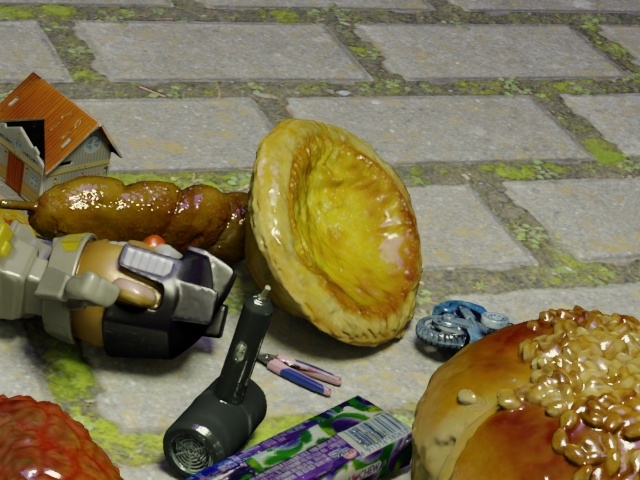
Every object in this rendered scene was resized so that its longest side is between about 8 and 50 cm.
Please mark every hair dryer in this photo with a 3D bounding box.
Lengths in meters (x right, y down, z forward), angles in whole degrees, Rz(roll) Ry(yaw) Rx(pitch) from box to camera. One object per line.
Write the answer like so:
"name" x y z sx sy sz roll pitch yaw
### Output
"hair dryer" -0.089 0.137 1.727 0.071 0.219 0.124 27 29 10

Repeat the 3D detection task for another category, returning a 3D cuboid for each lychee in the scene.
"lychee" -0.262 0.283 1.417 0.255 0.300 0.255 6 -3 0

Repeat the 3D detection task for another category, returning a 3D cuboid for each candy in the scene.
"candy" -0.033 0.244 1.722 0.088 0.061 0.312 32 35 33

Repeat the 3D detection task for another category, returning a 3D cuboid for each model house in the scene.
"model house" -0.347 -0.116 2.168 0.207 0.136 0.219 -14 38 -41

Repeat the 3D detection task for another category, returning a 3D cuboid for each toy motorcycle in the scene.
"toy motorcycle" 0.235 0.126 2.002 0.254 0.092 0.135 18 19 30

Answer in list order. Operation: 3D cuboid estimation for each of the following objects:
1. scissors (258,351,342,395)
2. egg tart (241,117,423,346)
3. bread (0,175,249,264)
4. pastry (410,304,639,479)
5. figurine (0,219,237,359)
"scissors" -0.031 0.150 1.938 0.113 0.012 0.039 22 31 19
"egg tart" 0.000 0.000 2.045 0.319 0.128 0.319 31 46 -38
"bread" -0.227 -0.021 2.048 0.344 0.124 0.084 4 47 -29
"pastry" 0.288 0.220 1.691 0.409 0.245 0.409 10 27 -5
"figurine" -0.244 0.056 1.888 0.308 0.143 0.308 11 18 -4
